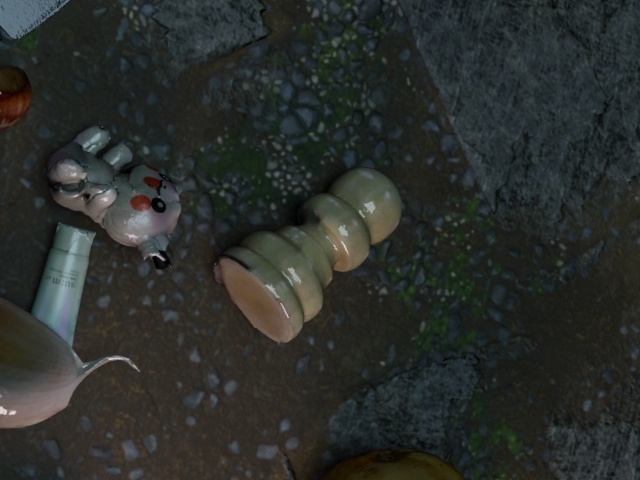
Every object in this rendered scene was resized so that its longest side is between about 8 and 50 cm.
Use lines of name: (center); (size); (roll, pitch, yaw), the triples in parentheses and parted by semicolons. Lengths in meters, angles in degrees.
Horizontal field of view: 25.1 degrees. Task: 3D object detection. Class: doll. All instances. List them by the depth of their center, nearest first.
doll: (-0.251, -0.054, 1.777); (0.192, 0.149, 0.095); (31, 119, -13)

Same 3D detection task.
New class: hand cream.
hand cream: (-0.327, 0.081, 1.776); (0.078, 0.050, 0.205); (14, 89, -17)

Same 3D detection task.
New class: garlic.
garlic: (-0.366, 0.161, 1.722); (0.266, 0.128, 0.148); (28, 107, -20)

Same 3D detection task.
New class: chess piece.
chess piece: (0.000, 0.000, 1.879); (0.261, 0.142, 0.143); (-41, 105, -23)

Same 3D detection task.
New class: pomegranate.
pomegranate: (0.101, 0.407, 1.864); (0.252, 0.229, 0.270); (-14, 101, -22)

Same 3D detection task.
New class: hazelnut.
hazelnut: (-0.390, -0.172, 1.736); (0.086, 0.086, 0.086); (0, 90, -24)

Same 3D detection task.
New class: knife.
knife: (-0.314, -0.351, 1.802); (0.245, 0.019, 0.072); (-47, 111, -14)
